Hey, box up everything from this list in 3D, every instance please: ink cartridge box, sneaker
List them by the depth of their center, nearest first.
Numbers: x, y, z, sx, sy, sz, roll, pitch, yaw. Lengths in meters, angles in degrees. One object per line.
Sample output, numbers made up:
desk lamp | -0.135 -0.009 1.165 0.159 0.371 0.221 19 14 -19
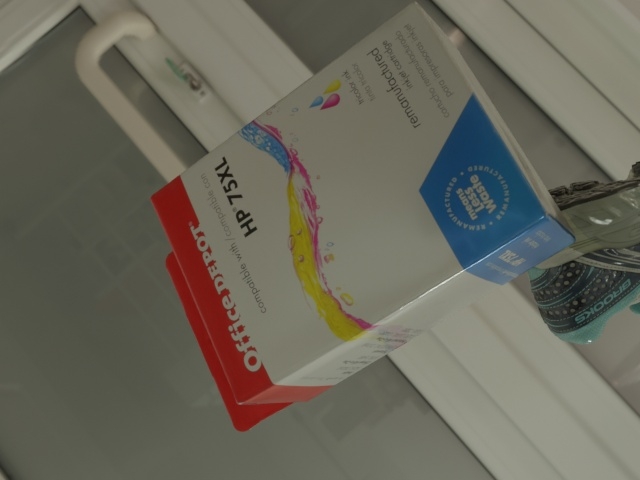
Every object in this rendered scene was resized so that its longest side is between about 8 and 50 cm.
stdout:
ink cartridge box | 0.000 0.000 0.458 0.231 0.134 0.078 -34 159 18
sneaker | 0.276 -0.002 0.647 0.282 0.122 0.110 -15 -171 -16
